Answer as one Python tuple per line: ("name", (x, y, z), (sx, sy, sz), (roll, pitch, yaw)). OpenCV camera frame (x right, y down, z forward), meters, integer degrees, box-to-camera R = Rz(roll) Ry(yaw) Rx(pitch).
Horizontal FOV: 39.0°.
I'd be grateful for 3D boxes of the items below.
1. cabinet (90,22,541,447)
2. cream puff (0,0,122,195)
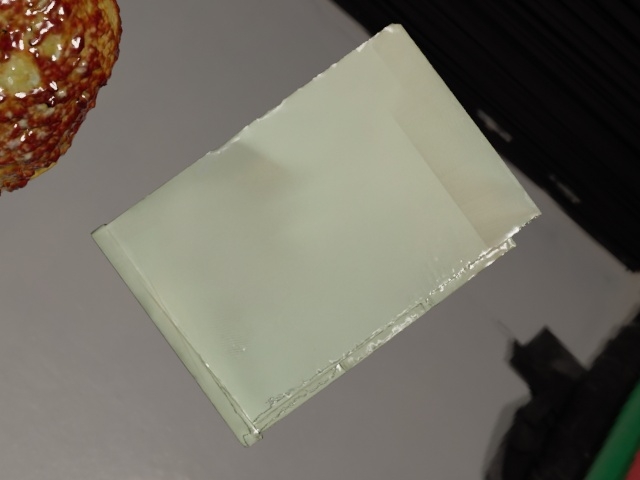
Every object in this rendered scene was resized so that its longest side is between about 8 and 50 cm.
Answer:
("cabinet", (0.000, 0.000, 0.560), (0.206, 0.150, 0.145), (-36, 178, -4))
("cream puff", (-0.162, -0.082, 0.395), (0.149, 0.149, 0.084), (-49, -159, 13))
